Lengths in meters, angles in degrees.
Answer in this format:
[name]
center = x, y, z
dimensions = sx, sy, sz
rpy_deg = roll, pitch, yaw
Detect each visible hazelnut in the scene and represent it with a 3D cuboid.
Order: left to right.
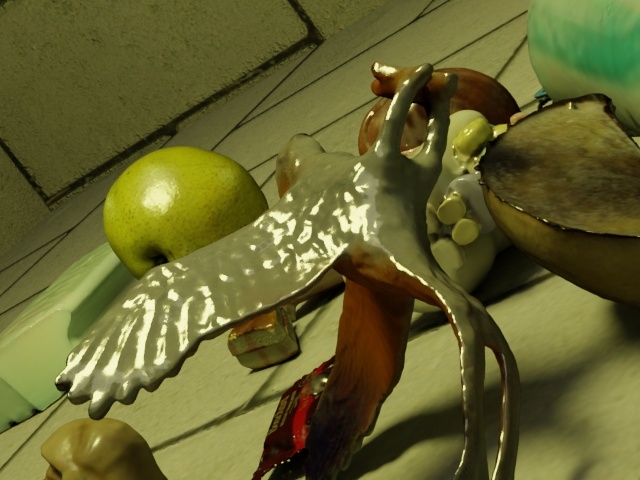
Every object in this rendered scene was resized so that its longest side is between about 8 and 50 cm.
[hazelnut]
center = 0.114, -0.098, 1.446
dimensions = 0.154, 0.143, 0.143
rpy_deg = -29, 14, 26

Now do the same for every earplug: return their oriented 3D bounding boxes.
[earplug]
center = 0.275, -0.124, 1.062
dimensions = 0.185, 0.185, 0.324
rpy_deg = -35, 20, 4

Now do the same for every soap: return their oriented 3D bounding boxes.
[soap]
center = -0.322, 0.108, 1.972
dimensions = 0.173, 0.095, 0.289
rpy_deg = -29, 14, 35

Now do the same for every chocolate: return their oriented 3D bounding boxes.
[chocolate]
center = -0.010, 0.127, 1.171
dimensions = 0.086, 0.028, 0.182
rpy_deg = -35, 13, 20

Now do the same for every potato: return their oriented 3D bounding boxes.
[potato]
center = 0.162, -0.003, 0.955
dimensions = 0.120, 0.100, 0.261
rpy_deg = -10, 22, 0

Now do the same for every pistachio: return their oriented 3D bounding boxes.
[pistachio]
center = -0.176, 0.191, 1.225
dimensions = 0.113, 0.113, 0.149
rpy_deg = -37, 5, -3

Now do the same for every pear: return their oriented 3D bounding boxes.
[pear]
center = -0.158, -0.026, 1.815
dimensions = 0.198, 0.198, 0.198
rpy_deg = -34, 12, 8

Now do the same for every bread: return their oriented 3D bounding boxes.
[bread]
center = -0.055, 0.089, 1.412
dimensions = 0.062, 0.043, 0.109
rpy_deg = -33, 13, 6

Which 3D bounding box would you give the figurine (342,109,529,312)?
[figurine]
center = 0.125, -0.048, 1.248
dimensions = 0.235, 0.127, 0.155
rpy_deg = -43, -5, -43

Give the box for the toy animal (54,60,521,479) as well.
[toy animal]
center = 0.031, 0.015, 0.918
dimensions = 0.284, 0.225, 0.302
rpy_deg = -1, 67, 50

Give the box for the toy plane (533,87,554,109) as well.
[toy plane]
center = 0.252, -0.142, 1.371
dimensions = 0.169, 0.078, 0.246
rpy_deg = -29, 20, 32

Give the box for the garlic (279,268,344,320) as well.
[garlic]
center = 0.008, -0.010, 1.532
dimensions = 0.128, 0.090, 0.198
rpy_deg = -44, 11, 32
